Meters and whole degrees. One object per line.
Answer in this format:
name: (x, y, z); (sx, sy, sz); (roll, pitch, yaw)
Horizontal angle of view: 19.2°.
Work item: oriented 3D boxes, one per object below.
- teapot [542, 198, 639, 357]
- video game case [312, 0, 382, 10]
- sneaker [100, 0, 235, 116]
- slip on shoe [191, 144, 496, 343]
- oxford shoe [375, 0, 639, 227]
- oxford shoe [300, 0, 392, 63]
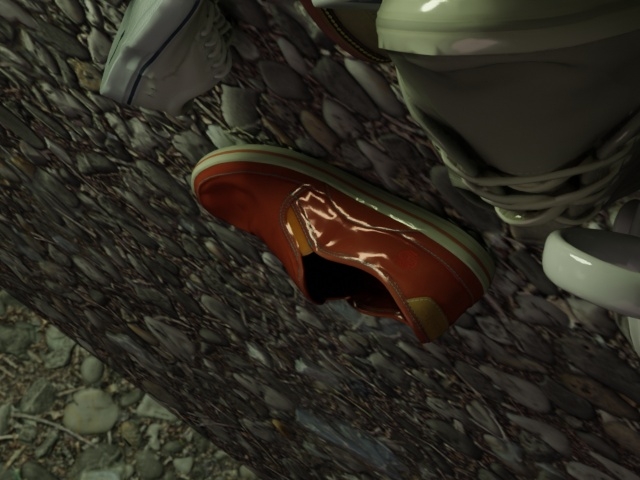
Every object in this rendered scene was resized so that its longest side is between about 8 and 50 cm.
teapot: (0.249, 0.013, 1.055); (0.187, 0.252, 0.256); (16, 149, 29)
video game case: (0.126, -0.146, 1.045); (0.183, 0.023, 0.201); (-2, 178, -38)
sneaker: (-0.111, -0.171, 1.533); (0.091, 0.094, 0.258); (15, 164, -12)
slip on shoe: (0.000, 0.000, 1.686); (0.331, 0.101, 0.123); (24, 159, 36)
oxford shoe: (0.124, -0.073, 1.033); (0.169, 0.130, 0.449); (0, 178, 7)
oxford shoe: (0.058, -0.201, 1.103); (0.130, 0.123, 0.348); (23, 159, 19)
